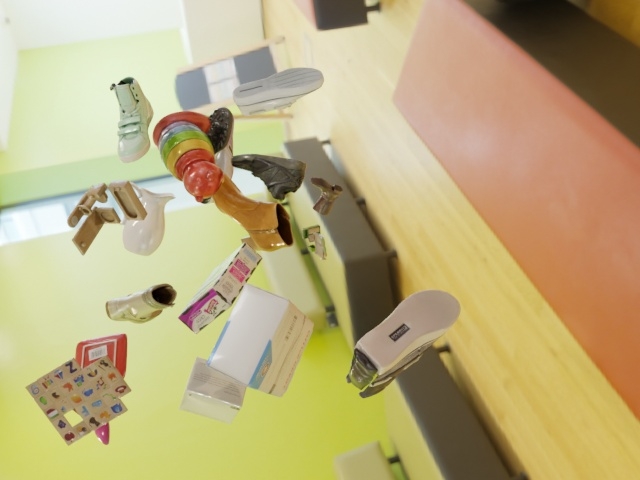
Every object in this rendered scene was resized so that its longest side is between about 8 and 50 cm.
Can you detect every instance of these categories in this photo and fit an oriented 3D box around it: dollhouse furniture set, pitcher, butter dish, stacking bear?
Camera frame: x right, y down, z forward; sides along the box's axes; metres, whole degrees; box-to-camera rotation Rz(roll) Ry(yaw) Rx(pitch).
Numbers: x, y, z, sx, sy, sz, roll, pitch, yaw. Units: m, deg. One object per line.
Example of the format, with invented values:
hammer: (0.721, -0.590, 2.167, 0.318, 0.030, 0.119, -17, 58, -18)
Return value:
dollhouse furniture set: (-0.534, -0.054, 1.621, 0.144, 0.151, 0.123, 71, -152, -43)
dollhouse furniture set: (0.000, 0.000, 2.015, 0.151, 0.058, 0.076, -143, 45, -58)
pitcher: (-0.569, -0.070, 2.060, 0.125, 0.177, 0.207, -122, 52, -78)
butter dish: (-0.635, 0.374, 1.946, 0.118, 0.160, 0.160, 75, -176, -54)
stacking bear: (-0.369, -0.232, 1.895, 0.175, 0.164, 0.289, -54, 48, 23)

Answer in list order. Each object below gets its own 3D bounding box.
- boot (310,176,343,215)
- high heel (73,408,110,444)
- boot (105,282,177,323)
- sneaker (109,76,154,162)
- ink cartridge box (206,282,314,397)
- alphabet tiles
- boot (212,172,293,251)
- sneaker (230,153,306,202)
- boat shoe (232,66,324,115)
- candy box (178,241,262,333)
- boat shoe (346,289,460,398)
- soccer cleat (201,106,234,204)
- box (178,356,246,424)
boot: (-0.003, -0.126, 1.922, 0.114, 0.106, 0.037, -55, 20, 42)
high heel: (-0.765, 0.577, 2.137, 0.244, 0.117, 0.082, 53, 133, 39)
boot: (-0.456, 0.170, 1.791, 0.213, 0.165, 0.077, 14, -122, -67)
sneaker: (-0.522, -0.331, 1.763, 0.151, 0.094, 0.256, 71, -170, -47)
ink cartridge box: (-0.142, 0.263, 1.673, 0.223, 0.129, 0.307, -66, -17, -12)
alphabet tiles: (-0.630, 0.409, 1.736, 0.198, 0.237, 0.009, 58, -174, -8)
boot: (-0.199, -0.100, 1.974, 0.211, 0.104, 0.295, -13, 110, 46)
sneaker: (-0.162, -0.186, 1.938, 0.087, 0.227, 0.130, 18, -97, -86)
boat shoe: (-0.097, -0.358, 1.593, 0.076, 0.226, 0.083, 70, -164, -51)
candy box: (-0.261, 0.123, 1.732, 0.071, 0.159, 0.233, 44, -147, -11)
boat shoe: (0.194, 0.248, 1.592, 0.127, 0.340, 0.158, 47, 142, 26)
soccer cleat: (-0.322, -0.271, 2.100, 0.108, 0.116, 0.318, 25, 112, 29)
box: (-0.336, 0.476, 2.069, 0.182, 0.180, 0.119, 120, 166, -52)
